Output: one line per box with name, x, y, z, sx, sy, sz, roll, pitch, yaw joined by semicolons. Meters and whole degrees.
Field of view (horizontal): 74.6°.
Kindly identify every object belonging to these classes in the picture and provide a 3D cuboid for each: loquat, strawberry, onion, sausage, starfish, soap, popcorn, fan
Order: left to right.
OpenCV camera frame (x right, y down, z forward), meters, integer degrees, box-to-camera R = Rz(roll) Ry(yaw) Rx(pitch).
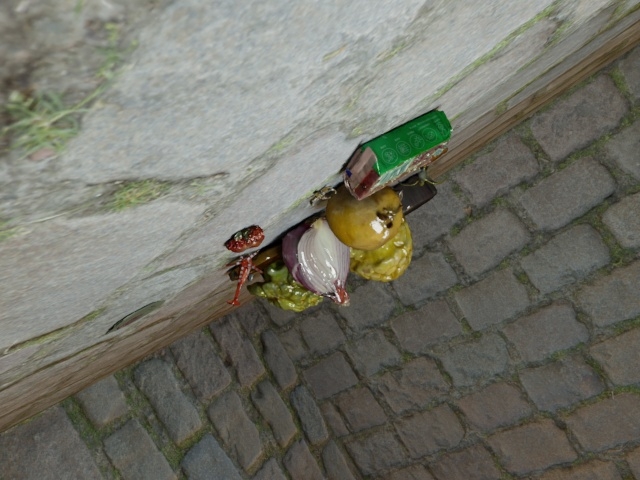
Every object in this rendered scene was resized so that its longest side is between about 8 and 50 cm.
fan;-0.616;0.268;1.276;0.310;0.010;0.182;-32;175;-8
strawberry;-0.194;0.005;1.096;0.103;0.048;0.152;-26;170;-21
popcorn;-0.121;0.164;1.824;0.274;0.335;0.279;64;46;-64
onion;-0.012;0.084;1.518;0.267;0.349;0.159;-25;-163;-35
starfish;0.003;-0.124;1.149;0.078;0.028;0.091;-39;171;13
loquat;0.129;-0.079;1.260;0.193;0.238;0.238;-37;179;-35
popcorn;0.248;0.012;1.963;0.344;0.390;0.354;-45;167;-16
soap;0.194;-0.212;1.050;0.273;0.098;0.218;-30;175;-22
sausage;0.426;-0.328;1.596;0.183;0.054;0.062;-31;-153;-29

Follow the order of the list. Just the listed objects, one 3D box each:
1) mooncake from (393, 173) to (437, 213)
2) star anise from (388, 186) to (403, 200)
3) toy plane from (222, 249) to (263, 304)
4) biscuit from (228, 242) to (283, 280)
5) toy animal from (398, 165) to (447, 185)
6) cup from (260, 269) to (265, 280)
mooncake;0.447;-0.221;2.187;0.305;0.154;0.306;-32;176;-3
star anise;0.210;-0.144;1.755;0.257;0.111;0.198;-29;-174;-1
toy plane;-0.246;0.126;1.354;0.126;0.194;0.077;-7;147;-12
biscuit;-0.213;0.071;1.593;0.257;0.049;0.273;-31;174;18
toy animal;0.448;-0.291;1.885;0.218;0.095;0.155;-1;-173;21
cup;-0.222;0.179;2.066;0.113;0.138;0.150;-32;175;-5
